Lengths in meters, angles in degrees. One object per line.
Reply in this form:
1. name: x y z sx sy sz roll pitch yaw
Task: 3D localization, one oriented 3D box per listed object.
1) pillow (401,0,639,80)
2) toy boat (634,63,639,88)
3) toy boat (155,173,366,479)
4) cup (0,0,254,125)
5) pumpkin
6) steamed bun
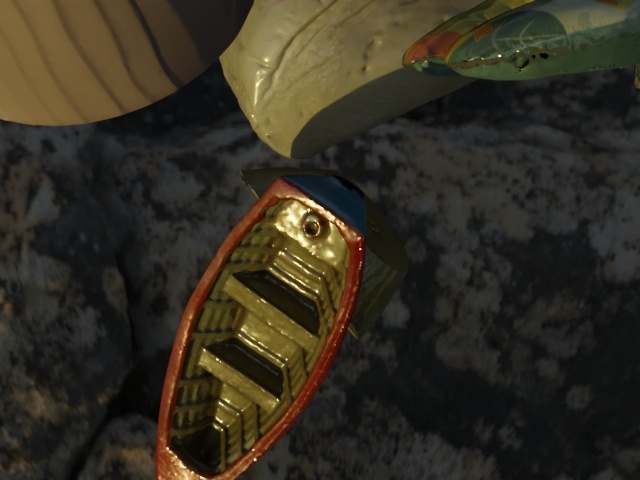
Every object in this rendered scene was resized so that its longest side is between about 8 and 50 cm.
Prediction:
1. pillow: 0.185 -0.169 1.015 0.214 0.233 0.086 -18 103 -7
2. toy boat: 0.336 -0.224 1.133 0.064 0.206 0.072 10 39 -6
3. toy boat: -0.059 0.101 1.098 0.136 0.392 0.079 35 39 10
4. cup: -0.154 -0.188 0.599 0.208 0.273 0.288 3 56 11
5. pumpkin: 0.016 -0.007 1.311 0.110 0.217 0.217 -31 66 4
6. steamed bun: 0.060 -0.279 1.419 0.384 0.236 0.247 -26 42 -4
